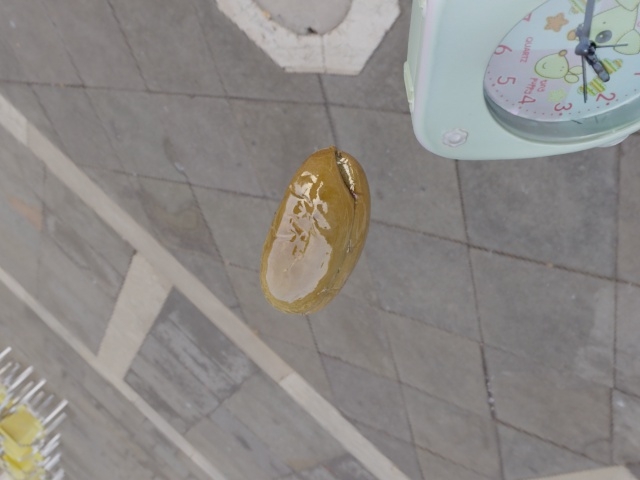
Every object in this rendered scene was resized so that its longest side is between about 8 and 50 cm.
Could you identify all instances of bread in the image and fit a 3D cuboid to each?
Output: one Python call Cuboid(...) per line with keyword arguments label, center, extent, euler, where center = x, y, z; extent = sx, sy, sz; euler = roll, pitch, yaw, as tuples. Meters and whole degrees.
Cuboid(label="bread", center=(0.000, 0.000, 0.715), extent=(0.077, 0.114, 0.189), euler=(44, 124, 44))

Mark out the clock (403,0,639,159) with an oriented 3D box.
Cuboid(label="clock", center=(0.146, -0.114, 0.395), extent=(0.191, 0.062, 0.151), euler=(-2, 145, -1))
